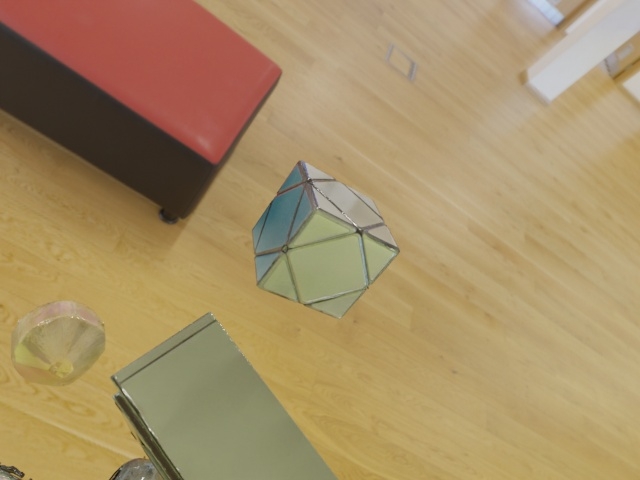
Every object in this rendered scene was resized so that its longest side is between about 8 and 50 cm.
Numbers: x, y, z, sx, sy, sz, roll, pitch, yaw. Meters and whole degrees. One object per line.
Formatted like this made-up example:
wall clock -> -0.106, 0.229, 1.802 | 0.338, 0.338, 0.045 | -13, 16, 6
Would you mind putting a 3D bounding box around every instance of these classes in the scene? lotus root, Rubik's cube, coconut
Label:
lotus root -> -0.308, 0.414, 0.739 | 0.088, 0.088, 0.165 | 40, 26, -7
Rubik's cube -> 0.000, 0.000, 0.944 | 0.207, 0.205, 0.205 | 26, 25, -28
coconut -> -0.702, 0.274, 1.251 | 0.197, 0.237, 0.236 | 62, 34, -34

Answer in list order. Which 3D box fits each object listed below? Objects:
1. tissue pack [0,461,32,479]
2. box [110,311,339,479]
tissue pack -> -0.704, 0.603, 0.980 | 0.260, 0.361, 0.122 | 14, 34, 12
box -> -0.110, 0.233, 0.507 | 0.117, 0.225, 0.225 | -33, 74, -30
